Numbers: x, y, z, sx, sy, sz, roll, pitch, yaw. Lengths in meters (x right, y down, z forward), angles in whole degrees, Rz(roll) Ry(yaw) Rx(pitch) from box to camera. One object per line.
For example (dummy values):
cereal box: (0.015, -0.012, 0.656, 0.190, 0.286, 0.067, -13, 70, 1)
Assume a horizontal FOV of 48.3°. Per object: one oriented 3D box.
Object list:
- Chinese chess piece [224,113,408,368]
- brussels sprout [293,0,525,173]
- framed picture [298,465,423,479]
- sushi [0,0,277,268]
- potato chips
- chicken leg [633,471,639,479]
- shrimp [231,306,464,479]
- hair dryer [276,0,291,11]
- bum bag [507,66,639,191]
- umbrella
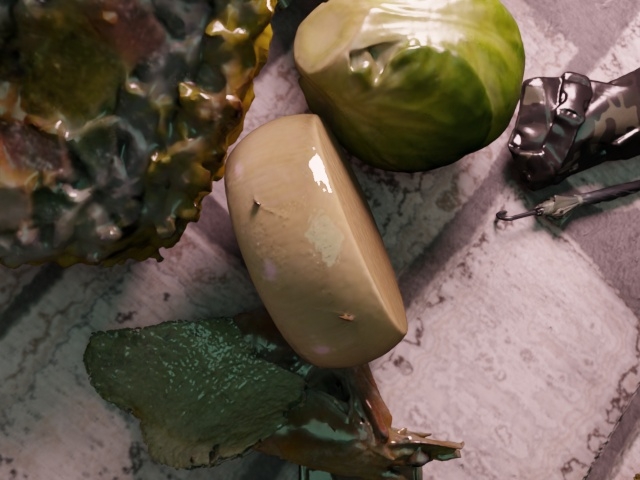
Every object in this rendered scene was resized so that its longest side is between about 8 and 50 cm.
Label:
Chinese chess piece: (0.000, 0.000, 0.741, 0.102, 0.273, 0.273, -22, 87, 10)
brussels sprout: (0.093, -0.189, 0.810, 0.271, 0.219, 0.210, 14, 79, -40)
framed picture: (0.049, 0.356, 0.825, 0.150, 0.015, 0.203, 1, 82, -13)
sushi: (-0.245, -0.168, 0.664, 0.351, 0.240, 0.396, 19, 108, -18)
potato chips: (-0.140, 0.152, 0.759, 0.228, 0.059, 0.167, 33, 79, 19)
chicken leg: (0.443, 0.386, 0.886, 0.103, 0.088, 0.228, -11, 90, -25)
shrimp: (0.016, 0.176, 0.814, 0.317, 0.077, 0.168, 18, 77, -4)
hair dryer: (-0.144, -0.376, 0.831, 0.219, 0.088, 0.225, -17, 89, -46)
bum bag: (0.401, -0.169, 0.953, 0.340, 0.095, 0.144, -14, 92, -9)
umbrella: (0.358, -0.051, 0.951, 0.269, 0.044, 0.044, -12, 115, -14)
